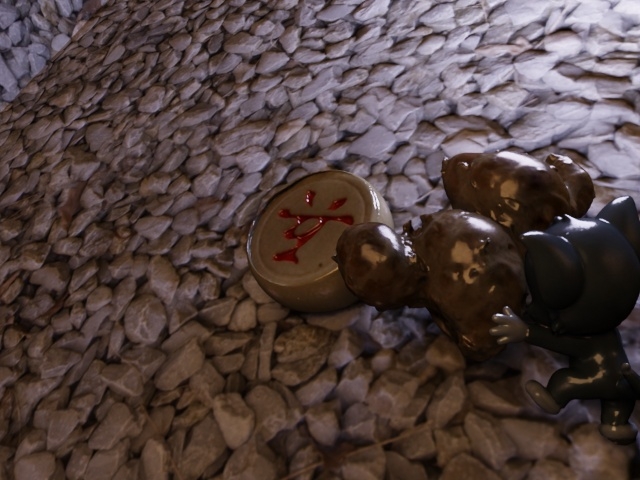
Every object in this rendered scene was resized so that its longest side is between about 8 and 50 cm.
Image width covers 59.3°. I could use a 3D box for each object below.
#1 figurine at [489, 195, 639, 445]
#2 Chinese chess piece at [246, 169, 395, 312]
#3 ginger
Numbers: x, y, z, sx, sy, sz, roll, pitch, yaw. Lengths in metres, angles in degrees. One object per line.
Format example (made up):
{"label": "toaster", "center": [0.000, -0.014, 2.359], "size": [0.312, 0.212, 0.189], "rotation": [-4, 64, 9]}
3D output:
{"label": "figurine", "center": [0.290, 0.097, 0.626], "size": [0.193, 0.140, 0.265], "rotation": [-7, 73, -21]}
{"label": "Chinese chess piece", "center": [0.000, 0.000, 0.926], "size": [0.249, 0.103, 0.250], "rotation": [-15, 50, 18]}
{"label": "ginger", "center": [0.218, -0.006, 0.768], "size": [0.375, 0.176, 0.256], "rotation": [-38, 68, -15]}
